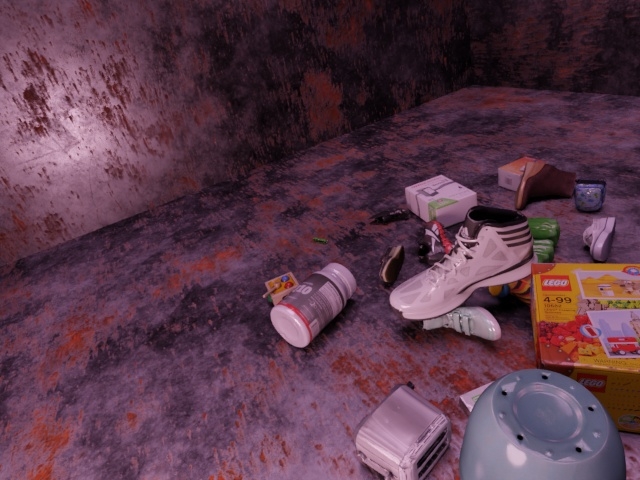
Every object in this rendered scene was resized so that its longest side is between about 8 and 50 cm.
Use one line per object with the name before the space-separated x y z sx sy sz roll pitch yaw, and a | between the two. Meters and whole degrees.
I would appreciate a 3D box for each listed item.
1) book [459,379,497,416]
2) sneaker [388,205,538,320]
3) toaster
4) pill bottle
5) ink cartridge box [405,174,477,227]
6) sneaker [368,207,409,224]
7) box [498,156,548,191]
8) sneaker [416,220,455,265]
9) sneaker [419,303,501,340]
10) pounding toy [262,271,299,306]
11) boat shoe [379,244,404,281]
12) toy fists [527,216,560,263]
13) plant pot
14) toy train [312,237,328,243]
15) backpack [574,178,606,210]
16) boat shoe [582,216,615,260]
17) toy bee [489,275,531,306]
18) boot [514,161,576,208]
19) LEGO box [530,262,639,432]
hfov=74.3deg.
book | 0.424 0.394 1.018 0.144 0.035 0.096 -20 34 -10
sneaker | 0.376 0.042 1.194 0.447 0.258 0.169 -24 34 4
toaster | 0.194 0.435 0.954 0.226 0.129 0.146 -32 37 -32
pill bottle | -0.016 0.205 1.409 0.161 0.161 0.283 13 39 40
ink cartridge box | 0.526 -0.174 1.866 0.198 0.115 0.273 -20 30 -9
sneaker | 0.309 -0.105 1.918 0.170 0.051 0.089 2 33 36
box | 0.925 -0.304 1.934 0.170 0.091 0.130 -24 30 -15
sneaker | 0.422 0.009 1.613 0.134 0.098 0.276 -10 31 4
sneaker | 0.385 0.244 1.226 0.151 0.094 0.256 -21 20 -21
pounding toy | -0.149 0.187 1.564 0.141 0.100 0.130 -22 29 -12
boat shoe | 0.256 0.087 1.583 0.073 0.080 0.223 -3 25 30
toy fists | 0.746 0.012 1.469 0.142 0.096 0.279 -3 31 40
plant pot | 0.415 0.388 0.795 0.292 0.235 0.293 -8 34 6
toy train | 0.000 0.000 1.907 0.083 0.017 0.023 12 28 39
backpack | 1.035 -0.170 1.627 0.104 0.115 0.084 8 37 39
boat shoe | 0.934 -0.006 1.430 0.084 0.095 0.258 6 25 40
toy bee | 0.570 0.098 1.330 0.298 0.162 0.195 10 39 37
boot | 0.943 -0.216 1.768 0.206 0.090 0.249 21 70 17
LEGO box | 0.768 0.233 0.969 0.499 0.193 0.373 -1 32 23
